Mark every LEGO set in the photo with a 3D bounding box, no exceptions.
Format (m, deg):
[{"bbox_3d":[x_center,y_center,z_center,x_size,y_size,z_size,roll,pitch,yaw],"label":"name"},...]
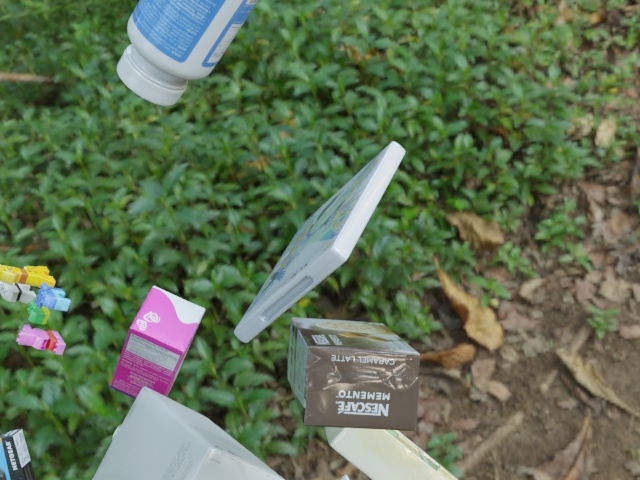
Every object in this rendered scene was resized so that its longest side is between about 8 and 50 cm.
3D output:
[{"bbox_3d":[-0.488,0.090,1.485,0.093,0.087,0.227,15,14,-38],"label":"LEGO set"}]

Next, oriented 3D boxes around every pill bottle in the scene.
[{"bbox_3d":[-0.168,-0.283,1.141,0.221,0.124,0.124,-50,18,26],"label":"pill bottle"}]

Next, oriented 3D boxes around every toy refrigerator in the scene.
[{"bbox_3d":[0.142,0.405,1.650,0.094,0.269,0.102,-49,7,2],"label":"toy refrigerator"}]

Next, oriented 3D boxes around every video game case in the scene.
[{"bbox_3d":[0.000,0.000,1.559,0.300,0.036,0.329,-41,11,41],"label":"video game case"}]

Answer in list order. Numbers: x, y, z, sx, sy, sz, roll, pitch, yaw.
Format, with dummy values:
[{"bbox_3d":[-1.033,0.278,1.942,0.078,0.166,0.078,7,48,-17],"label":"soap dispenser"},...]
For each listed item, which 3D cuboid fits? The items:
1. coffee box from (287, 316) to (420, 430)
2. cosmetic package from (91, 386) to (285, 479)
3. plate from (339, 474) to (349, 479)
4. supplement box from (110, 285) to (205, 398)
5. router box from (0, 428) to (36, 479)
[{"bbox_3d":[0.035,0.168,1.180,0.141,0.098,0.246,4,3,-6],"label":"coffee box"},{"bbox_3d":[-0.227,0.391,1.465,0.197,0.155,0.365,-62,25,-7],"label":"cosmetic package"},{"bbox_3d":[0.074,0.688,2.040,0.045,0.277,0.278,-17,69,-14],"label":"plate"},{"bbox_3d":[-0.310,0.206,1.709,0.114,0.220,0.111,26,45,-5],"label":"supplement box"},{"bbox_3d":[-0.584,0.443,1.628,0.133,0.179,0.046,-14,4,6],"label":"router box"}]
